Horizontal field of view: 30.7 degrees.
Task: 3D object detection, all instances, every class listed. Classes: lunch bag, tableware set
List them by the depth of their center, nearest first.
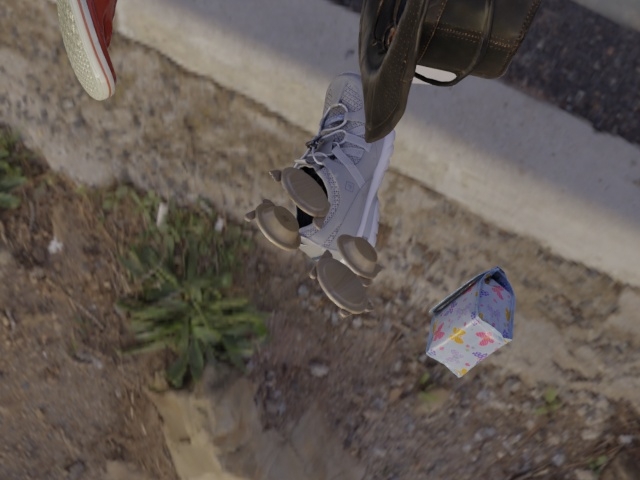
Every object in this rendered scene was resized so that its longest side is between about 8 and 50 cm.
[{"bbox_3d":[0.133,0.067,1.034,0.053,0.071,0.083,37,38,-14],"label":"lunch bag"},{"bbox_3d":[0.000,0.000,1.136,0.168,0.020,0.141,47,29,0],"label":"tableware set"}]

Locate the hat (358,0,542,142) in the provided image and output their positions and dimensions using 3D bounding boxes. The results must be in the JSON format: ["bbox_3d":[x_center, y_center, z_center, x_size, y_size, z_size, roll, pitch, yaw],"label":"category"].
[{"bbox_3d":[0.126,-0.231,0.965,0.134,0.331,0.331,10,68,-6],"label":"hat"}]

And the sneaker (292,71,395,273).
[{"bbox_3d":[0.021,-0.101,1.482,0.115,0.105,0.281,24,58,-36],"label":"sneaker"}]

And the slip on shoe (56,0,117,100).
[{"bbox_3d":[-0.319,-0.359,1.630,0.101,0.123,0.331,-8,80,-20],"label":"slip on shoe"}]

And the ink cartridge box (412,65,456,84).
[{"bbox_3d":[0.121,-0.229,1.181,0.060,0.180,0.104,2,68,-13],"label":"ink cartridge box"}]
